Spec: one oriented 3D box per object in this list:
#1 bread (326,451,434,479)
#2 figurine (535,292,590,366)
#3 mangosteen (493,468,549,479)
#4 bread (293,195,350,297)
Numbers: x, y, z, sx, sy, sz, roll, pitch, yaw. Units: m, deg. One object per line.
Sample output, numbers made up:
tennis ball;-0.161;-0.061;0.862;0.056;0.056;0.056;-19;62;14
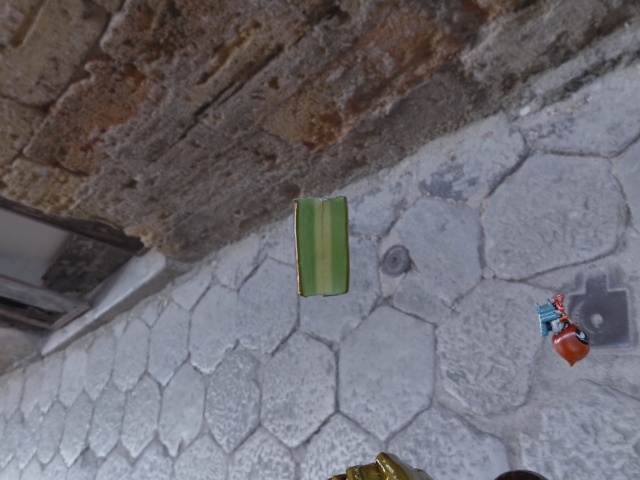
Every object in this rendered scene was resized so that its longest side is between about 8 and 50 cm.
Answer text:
bread;0.200;0.634;1.167;0.191;0.370;0.314;-48;41;17
figurine;0.475;0.178;1.030;0.075;0.068;0.140;-27;85;17
mangosteen;0.541;0.733;1.361;0.231;0.231;0.289;-63;-2;5
bread;0.000;-0.005;0.701;0.084;0.074;0.139;-101;7;-67
